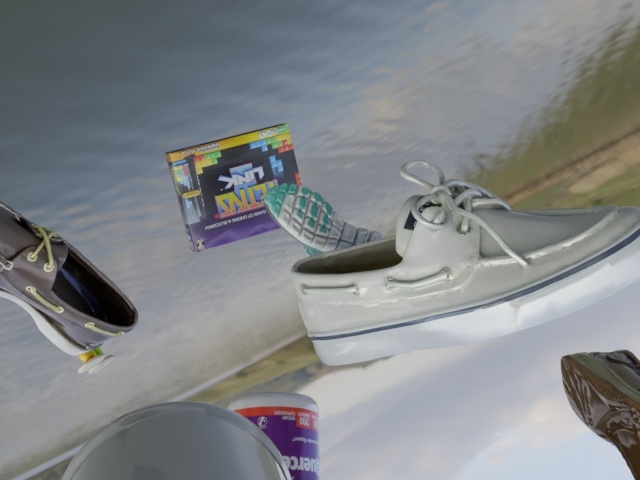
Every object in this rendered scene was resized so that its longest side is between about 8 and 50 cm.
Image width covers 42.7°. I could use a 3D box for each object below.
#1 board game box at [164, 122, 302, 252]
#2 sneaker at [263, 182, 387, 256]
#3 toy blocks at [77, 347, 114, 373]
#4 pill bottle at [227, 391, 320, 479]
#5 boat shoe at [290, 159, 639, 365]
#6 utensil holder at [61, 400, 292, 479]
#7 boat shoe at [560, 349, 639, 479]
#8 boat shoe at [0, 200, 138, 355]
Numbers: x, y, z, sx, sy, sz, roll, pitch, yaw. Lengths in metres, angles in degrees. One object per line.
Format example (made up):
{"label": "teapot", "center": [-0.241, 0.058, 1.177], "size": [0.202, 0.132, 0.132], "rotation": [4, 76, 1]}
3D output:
{"label": "board game box", "center": [-0.113, -0.074, 1.130], "size": [0.170, 0.141, 0.048], "rotation": [-17, -169, -16]}
{"label": "sneaker", "center": [0.000, 0.000, 0.920], "size": [0.076, 0.167, 0.065], "rotation": [-33, -152, 54]}
{"label": "toy blocks", "center": [-0.433, 0.160, 1.441], "size": [0.054, 0.148, 0.123], "rotation": [-36, 173, -7]}
{"label": "pill bottle", "center": [-0.090, 0.460, 1.552], "size": [0.182, 0.322, 0.181], "rotation": [-1, 157, -1]}
{"label": "boat shoe", "center": [0.114, 0.001, 0.744], "size": [0.367, 0.156, 0.136], "rotation": [-19, -170, 42]}
{"label": "utensil holder", "center": [-0.157, 0.395, 0.952], "size": [0.328, 0.327, 0.385], "rotation": [-25, -170, -9]}
{"label": "boat shoe", "center": [0.413, 0.216, 0.970], "size": [0.123, 0.123, 0.342], "rotation": [-14, -165, -7]}
{"label": "boat shoe", "center": [-0.356, 0.033, 1.035], "size": [0.097, 0.116, 0.324], "rotation": [-18, 135, 17]}
